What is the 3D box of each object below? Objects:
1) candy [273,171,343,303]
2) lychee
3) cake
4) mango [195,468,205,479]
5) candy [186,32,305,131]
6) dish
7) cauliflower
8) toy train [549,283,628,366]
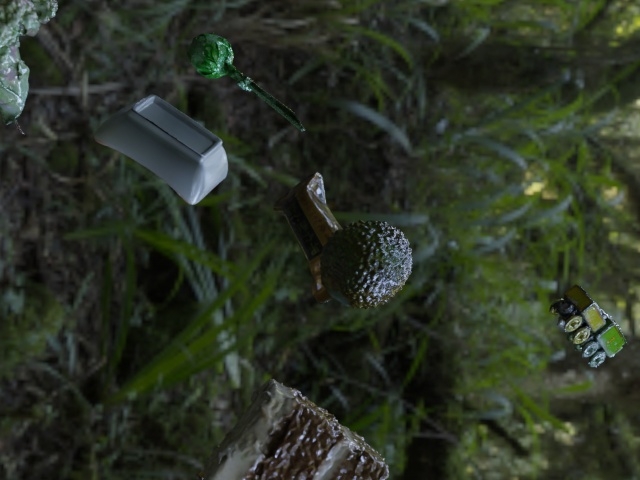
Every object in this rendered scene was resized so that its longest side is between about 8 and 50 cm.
[{"bbox_3d":[0.000,0.000,2.348,0.271,0.143,0.101,61,14,23],"label":"candy"},{"bbox_3d":[0.084,0.037,1.974,0.171,0.171,0.171,3,90,-89],"label":"lychee"},{"bbox_3d":[-0.029,0.225,1.111,0.135,0.147,0.134,-54,-179,-4],"label":"cake"},{"bbox_3d":[-0.080,0.425,1.735,0.176,0.317,0.119,7,-116,56],"label":"mango"},{"bbox_3d":[-0.145,-0.315,2.276,0.097,0.323,0.097,-41,156,-23],"label":"candy"},{"bbox_3d":[-0.256,-0.168,1.908,0.077,0.212,0.151,-57,177,32],"label":"dish"},{"bbox_3d":[-0.571,-0.329,1.940,0.239,0.256,0.315,-83,160,-48],"label":"cauliflower"},{"bbox_3d":[0.434,0.138,1.820,0.060,0.081,0.202,54,5,40],"label":"toy train"}]
